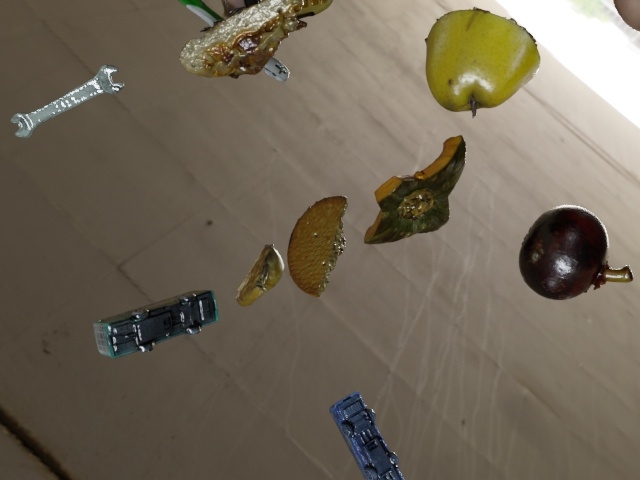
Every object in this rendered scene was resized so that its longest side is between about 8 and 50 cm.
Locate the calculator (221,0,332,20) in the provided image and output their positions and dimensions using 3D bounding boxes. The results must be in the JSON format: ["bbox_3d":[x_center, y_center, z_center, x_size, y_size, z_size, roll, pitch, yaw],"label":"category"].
[{"bbox_3d":[-0.079,-0.446,1.315,0.236,0.157,0.033,-19,-163,-20],"label":"calculator"}]

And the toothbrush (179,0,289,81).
[{"bbox_3d":[-0.206,-0.385,1.189,0.418,0.040,0.042,35,-132,-22],"label":"toothbrush"}]

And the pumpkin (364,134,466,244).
[{"bbox_3d":[0.246,-0.113,1.985,0.258,0.290,0.095,-16,-130,-20],"label":"pumpkin"}]

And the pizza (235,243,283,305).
[{"bbox_3d":[-0.150,0.105,2.125,0.080,0.188,0.204,31,168,-13],"label":"pizza"}]

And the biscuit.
[{"bbox_3d":[-0.010,0.005,1.528,0.126,0.206,0.025,12,172,40],"label":"biscuit"}]

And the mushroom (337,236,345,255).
[{"bbox_3d":[0.004,0.012,1.717,0.060,0.061,0.187,57,-161,12],"label":"mushroom"}]

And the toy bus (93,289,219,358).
[{"bbox_3d":[-0.343,0.171,1.625,0.261,0.109,0.091,-16,-80,-42],"label":"toy bus"}]

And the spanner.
[{"bbox_3d":[-0.596,-0.325,1.802,0.017,0.301,0.071,-92,-24,-66],"label":"spanner"}]

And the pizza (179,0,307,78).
[{"bbox_3d":[-0.093,-0.286,1.109,0.154,0.193,0.069,-11,-100,-53],"label":"pizza"}]

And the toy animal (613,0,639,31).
[{"bbox_3d":[0.532,-0.375,1.058,0.166,0.250,0.154,25,-135,-67],"label":"toy animal"}]

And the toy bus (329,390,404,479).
[{"bbox_3d":[0.099,0.456,1.709,0.079,0.094,0.237,-26,-95,-27],"label":"toy bus"}]

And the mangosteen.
[{"bbox_3d":[0.608,0.046,1.822,0.261,0.236,0.235,28,-157,20],"label":"mangosteen"}]

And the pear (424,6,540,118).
[{"bbox_3d":[0.314,-0.353,1.633,0.266,0.267,0.178,34,-112,-8],"label":"pear"}]
